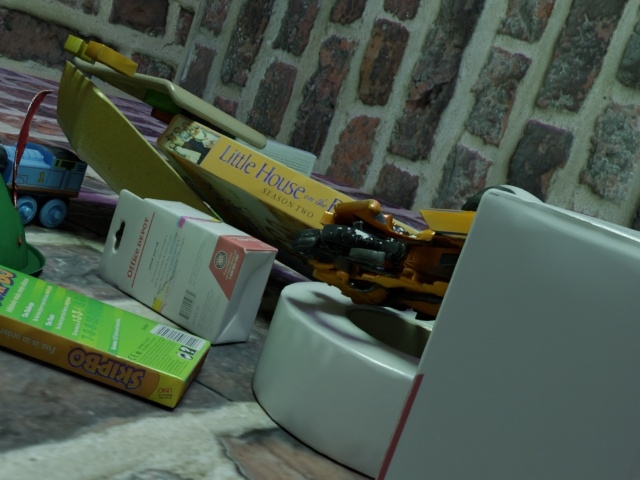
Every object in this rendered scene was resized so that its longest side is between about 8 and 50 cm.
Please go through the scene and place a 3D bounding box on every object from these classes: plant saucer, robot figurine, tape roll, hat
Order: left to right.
[{"bbox_3d":[-0.368,-0.079,0.916,0.173,0.183,0.208,12,12,-38],"label":"hat"},{"bbox_3d":[-0.267,-0.100,1.238,0.333,0.081,0.333,50,-6,-27],"label":"plant saucer"},{"bbox_3d":[0.080,0.140,0.842,0.286,0.100,0.286,19,9,-3],"label":"tape roll"},{"bbox_3d":[0.119,0.026,0.782,0.291,0.085,0.211,7,-19,37],"label":"robot figurine"}]

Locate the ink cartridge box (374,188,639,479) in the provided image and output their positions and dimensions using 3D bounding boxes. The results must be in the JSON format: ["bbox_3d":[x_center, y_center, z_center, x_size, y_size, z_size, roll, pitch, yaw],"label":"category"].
[{"bbox_3d":[0.236,0.142,0.615,0.385,0.279,0.160,11,11,-45],"label":"ink cartridge box"}]

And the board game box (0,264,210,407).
[{"bbox_3d":[-0.236,0.076,0.764,0.259,0.039,0.124,22,9,0],"label":"board game box"}]

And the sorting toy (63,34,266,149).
[{"bbox_3d":[-0.242,-0.204,1.171,0.229,0.041,0.307,23,0,35],"label":"sorting toy"}]

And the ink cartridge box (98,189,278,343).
[{"bbox_3d":[-0.157,0.025,0.963,0.198,0.115,0.067,26,12,30],"label":"ink cartridge box"}]

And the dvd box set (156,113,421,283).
[{"bbox_3d":[0.000,0.000,1.137,0.420,0.062,0.307,29,-14,30],"label":"dvd box set"}]

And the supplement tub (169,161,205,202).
[{"bbox_3d":[-0.176,-0.108,1.270,0.071,0.071,0.107,25,-15,31],"label":"supplement tub"}]

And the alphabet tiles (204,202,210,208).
[{"bbox_3d":[-0.241,-0.069,1.613,0.284,0.021,0.278,17,10,-16],"label":"alphabet tiles"}]

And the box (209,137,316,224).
[{"bbox_3d":[-0.106,-0.080,1.444,0.145,0.186,0.038,16,12,-22],"label":"box"}]

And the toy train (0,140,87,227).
[{"bbox_3d":[-0.395,-0.078,1.094,0.080,0.105,0.184,25,10,29],"label":"toy train"}]

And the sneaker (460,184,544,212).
[{"bbox_3d":[0.363,0.069,0.923,0.447,0.257,0.169,47,-26,0],"label":"sneaker"}]
